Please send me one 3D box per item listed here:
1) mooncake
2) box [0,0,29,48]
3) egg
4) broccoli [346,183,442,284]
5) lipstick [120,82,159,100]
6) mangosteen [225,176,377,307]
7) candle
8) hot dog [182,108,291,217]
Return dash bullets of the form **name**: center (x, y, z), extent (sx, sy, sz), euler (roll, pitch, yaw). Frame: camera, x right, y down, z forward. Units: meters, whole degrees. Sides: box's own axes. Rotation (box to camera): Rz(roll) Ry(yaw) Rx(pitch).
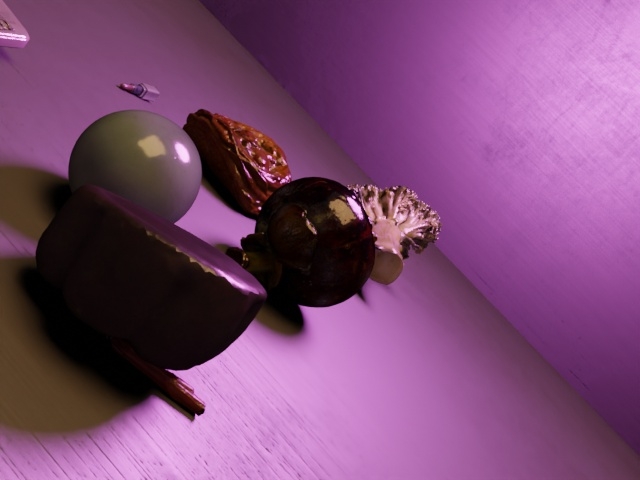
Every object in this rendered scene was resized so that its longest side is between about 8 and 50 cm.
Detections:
- **mooncake**: center (-0.185, 0.040, 0.968), extent (0.245, 0.133, 0.245), euler (37, 2, -1)
- **box**: center (-0.581, -0.410, 1.382), extent (0.285, 0.044, 0.142), euler (50, 26, 14)
- **egg**: center (-0.245, -0.091, 1.188), extent (0.168, 0.168, 0.231), euler (45, 9, 0)
- **broccoli**: center (0.169, 0.006, 2.097), extent (0.252, 0.221, 0.361), euler (35, 19, -28)
- **lipstick**: center (-0.374, -0.308, 1.807), extent (0.025, 0.025, 0.107), euler (49, 20, 19)
- **mangosteen**: center (-0.044, 0.009, 1.495), extent (0.289, 0.231, 0.231), euler (-9, 46, -30)
- **candle**: center (-0.192, 0.136, 0.969), extent (0.167, 0.021, 0.026), euler (41, 33, -18)
- **hot dog**: center (-0.170, -0.175, 1.809), extent (0.196, 0.122, 0.272), euler (12, 36, -56)
